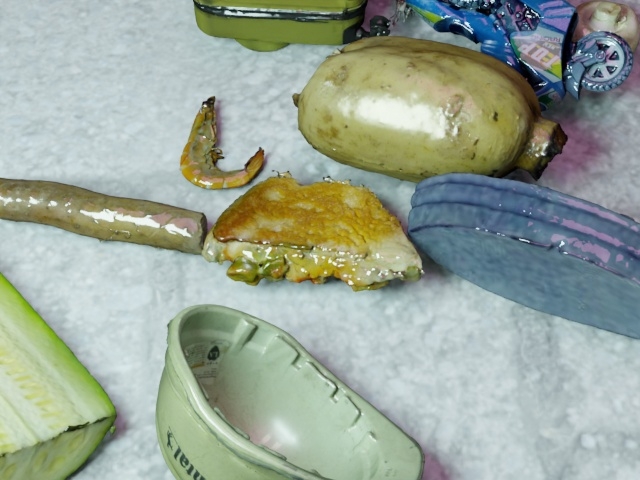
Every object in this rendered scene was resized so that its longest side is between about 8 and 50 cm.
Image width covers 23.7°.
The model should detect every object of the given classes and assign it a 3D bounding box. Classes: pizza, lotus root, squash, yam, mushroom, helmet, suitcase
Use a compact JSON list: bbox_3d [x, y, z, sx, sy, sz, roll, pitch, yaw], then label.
[{"bbox_3d":[0.000,0.000,1.527,0.226,0.069,0.147,5,38,9],"label":"pizza"},{"bbox_3d":[0.113,-0.129,1.566,0.284,0.146,0.160,17,46,14],"label":"lotus root"},{"bbox_3d":[-0.346,0.126,1.407,0.288,0.111,0.203,41,32,24],"label":"squash"},{"bbox_3d":[-0.230,-0.025,1.564,0.241,0.057,0.057,11,54,8],"label":"yam"},{"bbox_3d":[0.314,-0.234,1.692,0.083,0.067,0.083,1,47,-2],"label":"mushroom"},{"bbox_3d":[-0.052,0.187,1.344,0.257,0.137,0.204,39,24,18],"label":"helmet"},{"bbox_3d":[-0.033,-0.313,1.716,0.235,0.143,0.194,4,54,3],"label":"suitcase"}]

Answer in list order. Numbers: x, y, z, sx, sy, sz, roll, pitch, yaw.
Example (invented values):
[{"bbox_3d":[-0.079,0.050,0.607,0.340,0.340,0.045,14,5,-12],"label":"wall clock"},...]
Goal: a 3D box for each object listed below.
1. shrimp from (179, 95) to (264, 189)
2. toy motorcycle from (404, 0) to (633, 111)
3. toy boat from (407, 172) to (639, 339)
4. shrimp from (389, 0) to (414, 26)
[{"bbox_3d":[-0.105,-0.106,1.634,0.091,0.025,0.127,-2,57,1],"label":"shrimp"},{"bbox_3d":[0.209,-0.221,1.651,0.254,0.092,0.135,40,90,20],"label":"toy motorcycle"},{"bbox_3d":[0.213,0.007,1.477,0.283,0.127,0.078,19,61,18],"label":"toy boat"},{"bbox_3d":[0.115,-0.295,1.752,0.056,0.065,0.165,0,50,43],"label":"shrimp"}]
